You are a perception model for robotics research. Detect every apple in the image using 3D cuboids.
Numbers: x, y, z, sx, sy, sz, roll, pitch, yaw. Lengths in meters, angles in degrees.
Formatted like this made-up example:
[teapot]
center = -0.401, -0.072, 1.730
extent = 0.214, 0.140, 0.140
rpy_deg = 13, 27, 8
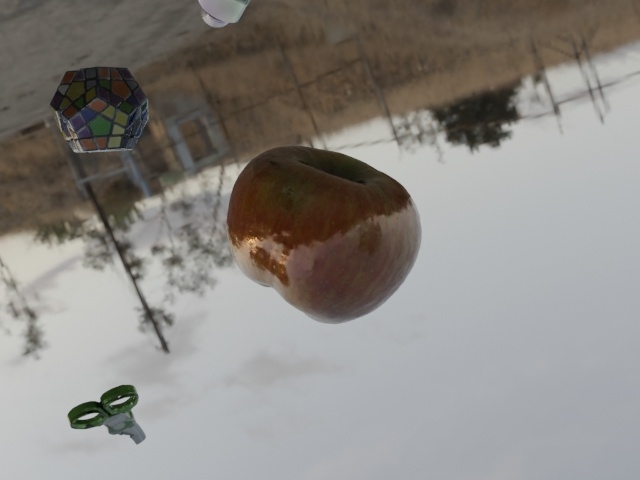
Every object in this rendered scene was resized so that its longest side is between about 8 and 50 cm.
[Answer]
[apple]
center = 0.000, 0.000, 1.503
extent = 0.309, 0.250, 0.277
rpy_deg = 12, -159, -26

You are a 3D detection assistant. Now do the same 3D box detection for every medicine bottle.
[medicine bottle]
center = -0.153, -0.388, 1.589
extent = 0.055, 0.074, 0.118
rpy_deg = -66, -169, -21

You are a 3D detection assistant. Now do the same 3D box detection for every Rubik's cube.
[Rubik's cube]
center = -0.247, -0.146, 1.116
extent = 0.093, 0.111, 0.111
rpy_deg = 24, -158, 7

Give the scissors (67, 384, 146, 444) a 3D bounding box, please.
[scissors]
center = -0.290, 0.260, 1.440
extent = 0.101, 0.027, 0.204
rpy_deg = -24, 155, -3
